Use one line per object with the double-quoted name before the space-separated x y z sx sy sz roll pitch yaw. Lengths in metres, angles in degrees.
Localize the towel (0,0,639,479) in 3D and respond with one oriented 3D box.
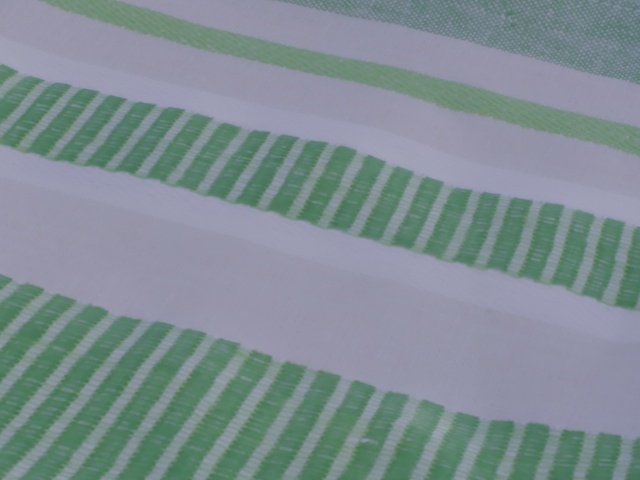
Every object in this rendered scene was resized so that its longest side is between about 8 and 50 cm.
"towel" 0.000 0.000 0.427 0.248 0.325 0.038 14 -52 9
